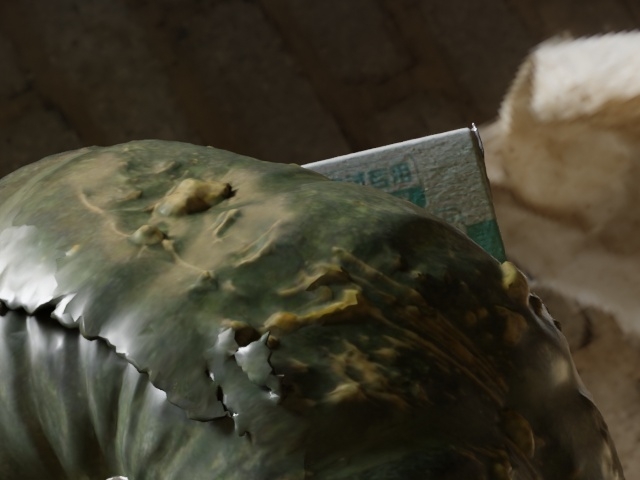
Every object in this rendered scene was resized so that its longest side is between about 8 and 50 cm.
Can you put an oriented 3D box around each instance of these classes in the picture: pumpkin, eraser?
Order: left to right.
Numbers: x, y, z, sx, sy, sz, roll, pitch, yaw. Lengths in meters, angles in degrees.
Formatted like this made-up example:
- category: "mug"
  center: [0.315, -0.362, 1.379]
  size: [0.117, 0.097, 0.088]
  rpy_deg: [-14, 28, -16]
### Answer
- category: "pumpkin"
  center: [-0.030, 0.105, 0.712]
  size: [0.328, 0.257, 0.291]
  rpy_deg: [3, 98, 32]
- category: "eraser"
  center: [0.000, 0.000, 1.097]
  size: [0.052, 0.225, 0.095]
  rpy_deg: [123, 133, -78]
